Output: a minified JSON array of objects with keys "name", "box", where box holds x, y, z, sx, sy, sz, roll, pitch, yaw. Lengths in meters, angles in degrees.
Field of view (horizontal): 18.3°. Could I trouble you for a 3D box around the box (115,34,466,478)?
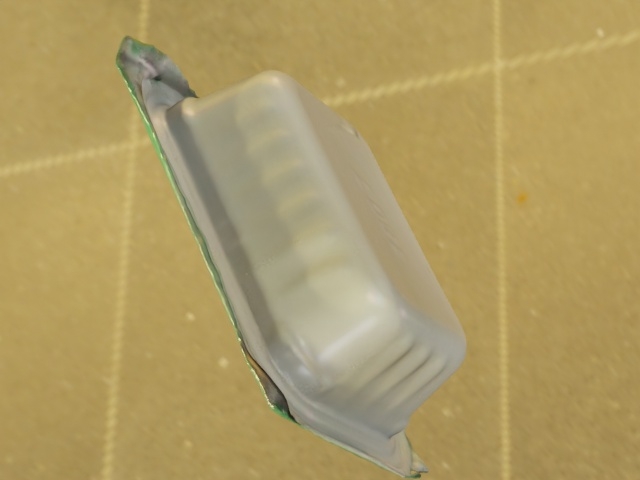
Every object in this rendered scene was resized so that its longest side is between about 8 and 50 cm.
[{"name":"box","box":[0.000,0.000,1.497,0.106,0.264,0.336,-35,60,14]}]
